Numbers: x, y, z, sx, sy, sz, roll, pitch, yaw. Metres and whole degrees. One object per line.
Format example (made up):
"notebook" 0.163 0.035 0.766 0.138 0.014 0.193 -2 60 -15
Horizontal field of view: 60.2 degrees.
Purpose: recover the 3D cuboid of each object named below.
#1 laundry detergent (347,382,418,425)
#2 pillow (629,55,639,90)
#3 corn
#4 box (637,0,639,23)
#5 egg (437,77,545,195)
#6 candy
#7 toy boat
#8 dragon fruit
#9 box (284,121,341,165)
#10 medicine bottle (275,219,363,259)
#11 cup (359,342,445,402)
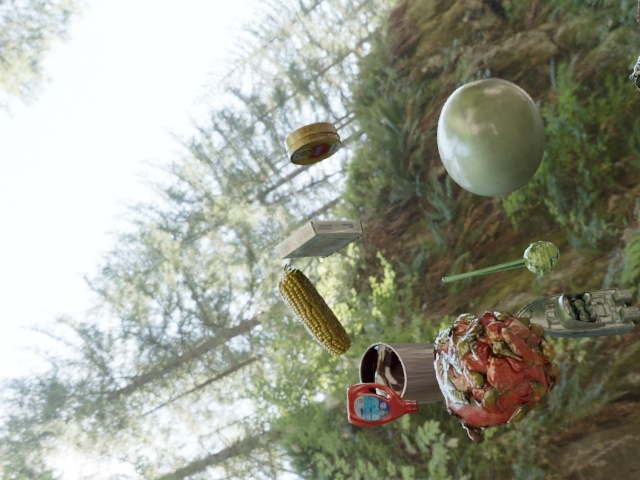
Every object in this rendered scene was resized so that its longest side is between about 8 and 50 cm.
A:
"laundry detergent" 0.147 0.385 1.300 0.049 0.166 0.097 72 -164 -75
"pillow" 0.783 -0.408 1.080 0.161 0.335 0.093 49 -150 15
"corn" -0.025 0.204 1.597 0.310 0.102 0.101 55 -153 -6
"box" 1.017 -0.688 1.623 0.215 0.086 0.214 24 -111 -38
"egg" 0.422 -0.250 1.372 0.352 0.259 0.258 45 -153 -61
"candy" 0.522 0.078 1.607 0.093 0.336 0.092 62 -162 -51
"toy boat" 0.715 0.206 1.557 0.141 0.320 0.092 -86 -16 -46
"dragon fruit" 0.470 0.311 1.386 0.297 0.263 0.314 4 -125 -24
"box" -0.014 -0.180 1.031 0.106 0.106 0.037 8 -120 -58
"medicine bottle" 0.000 0.000 1.573 0.201 0.171 0.052 -3 -114 -45
"cup" 0.279 0.458 1.885 0.273 0.288 0.208 7 -113 -35
